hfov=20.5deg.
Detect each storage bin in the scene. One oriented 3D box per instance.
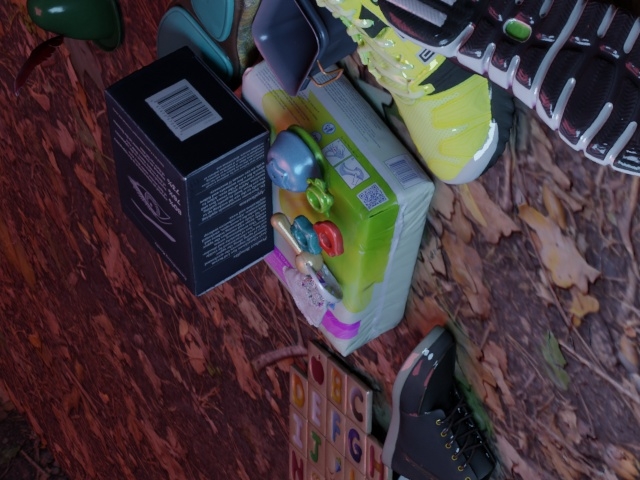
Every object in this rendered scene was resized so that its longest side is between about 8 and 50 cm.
[{"bbox_3d":[0.005,-0.204,1.680,0.098,0.091,0.135,58,160,10],"label":"storage bin"}]

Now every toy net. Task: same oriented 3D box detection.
[{"bbox_3d":[0.000,0.000,1.744,0.122,0.045,0.232,37,150,39],"label":"toy net"}]

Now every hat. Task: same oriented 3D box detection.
[{"bbox_3d":[-0.380,-0.296,2.339,0.173,0.183,0.208,66,159,-9],"label":"hat"}]

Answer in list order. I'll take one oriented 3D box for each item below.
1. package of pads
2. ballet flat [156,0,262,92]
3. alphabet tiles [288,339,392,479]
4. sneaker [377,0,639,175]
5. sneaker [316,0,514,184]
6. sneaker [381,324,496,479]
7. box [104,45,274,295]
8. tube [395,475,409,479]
[{"bbox_3d":[0.005,-0.046,1.868,0.229,0.101,0.296,52,156,22],"label":"package of pads"},{"bbox_3d":[-0.088,-0.240,1.827,0.123,0.123,0.348,59,163,7],"label":"ballet flat"},{"bbox_3d":[0.020,0.312,2.238,0.285,0.011,0.342,-142,48,-58],"label":"alphabet tiles"},{"bbox_3d":[0.184,-0.140,1.357,0.281,0.106,0.162,34,-174,11],"label":"sneaker"},{"bbox_3d":[0.053,-0.211,1.481,0.145,0.147,0.384,26,140,55],"label":"sneaker"},{"bbox_3d":[0.142,0.190,1.899,0.118,0.083,0.222,31,140,22],"label":"sneaker"},{"bbox_3d":[-0.135,-0.070,1.855,0.153,0.108,0.207,47,156,28],"label":"box"},{"bbox_3d":[0.088,0.334,2.188,0.052,0.080,0.207,67,157,15],"label":"tube"}]
